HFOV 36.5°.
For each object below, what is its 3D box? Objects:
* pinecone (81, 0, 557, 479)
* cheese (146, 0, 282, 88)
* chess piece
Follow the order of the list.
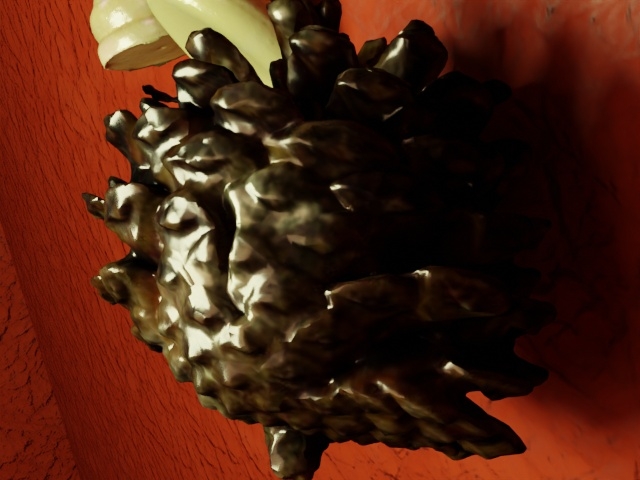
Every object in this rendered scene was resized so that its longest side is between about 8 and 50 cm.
[{"bbox_3d":[0.003,-0.004,0.605,0.298,0.242,0.295,5,101,29],"label":"pinecone"},{"bbox_3d":[-0.111,-0.200,0.761,0.251,0.054,0.127,38,163,-20],"label":"cheese"},{"bbox_3d":[-0.216,-0.367,0.934,0.117,0.117,0.397,-18,90,64],"label":"chess piece"}]
